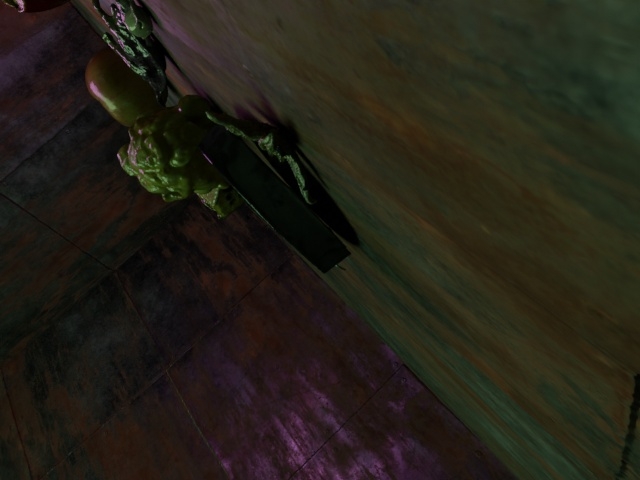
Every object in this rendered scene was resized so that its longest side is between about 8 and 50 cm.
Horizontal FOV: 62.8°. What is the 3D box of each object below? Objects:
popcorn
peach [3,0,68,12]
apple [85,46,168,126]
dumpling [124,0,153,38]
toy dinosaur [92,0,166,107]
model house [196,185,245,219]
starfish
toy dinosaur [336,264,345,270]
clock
[{"bbox_3d":[-0.313,-0.201,1.154,0.235,0.242,0.250,50,172,9],"label":"popcorn"},{"bbox_3d":[-0.435,-0.442,0.799,0.267,0.154,0.158,30,155,43],"label":"peach"},{"bbox_3d":[-0.578,-0.464,1.577,0.260,0.194,0.261,50,175,5],"label":"apple"},{"bbox_3d":[-0.310,-0.377,0.888,0.059,0.043,0.077,64,-169,0],"label":"dumpling"},{"bbox_3d":[-0.384,-0.401,1.087,0.162,0.077,0.294,46,174,16],"label":"toy dinosaur"},{"bbox_3d":[-0.315,-0.196,1.526,0.193,0.175,0.234,47,178,11],"label":"model house"},{"bbox_3d":[-0.082,-0.134,0.716,0.176,0.053,0.208,36,176,25],"label":"starfish"},{"bbox_3d":[0.000,0.000,1.155,0.080,0.045,0.197,35,-168,-42],"label":"toy dinosaur"},{"bbox_3d":[-0.079,-0.075,0.915,0.325,0.067,0.325,46,-179,-1],"label":"clock"}]
